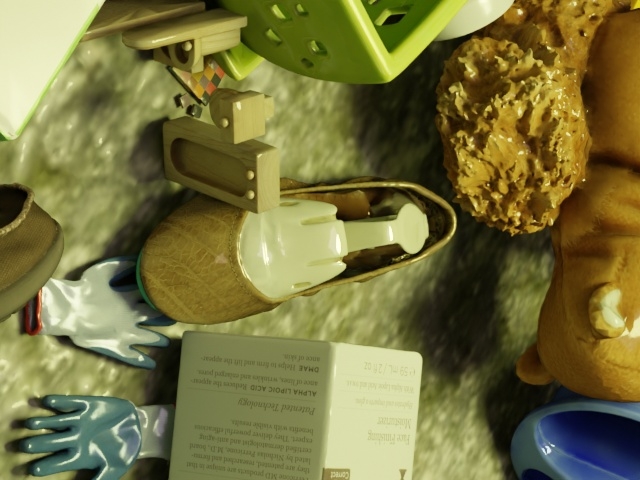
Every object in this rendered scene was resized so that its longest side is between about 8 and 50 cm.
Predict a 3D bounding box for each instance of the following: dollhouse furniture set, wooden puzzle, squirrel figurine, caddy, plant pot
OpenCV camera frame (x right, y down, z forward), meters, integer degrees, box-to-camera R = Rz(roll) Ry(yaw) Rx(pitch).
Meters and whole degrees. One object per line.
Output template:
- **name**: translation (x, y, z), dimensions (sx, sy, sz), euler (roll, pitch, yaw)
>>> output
- **dollhouse furniture set**: translation (-0.125, -0.099, 1.403), dimensions (0.123, 0.144, 0.151), euler (-20, 120, -40)
- **wooden puzzle**: translation (-0.101, -0.146, 1.507), dimensions (0.049, 0.006, 0.083), euler (48, 57, -37)
- **squirrel figurine**: translation (0.260, -0.047, 1.698), dimensions (0.397, 0.281, 0.370), euler (30, 68, -11)
- **caddy**: translation (0.361, 0.237, 1.791), dimensions (0.241, 0.341, 0.179), euler (97, 19, -49)
- **plant pot**: translation (-0.010, -0.267, 1.451), dimensions (0.227, 0.207, 0.228), euler (-50, 122, -36)

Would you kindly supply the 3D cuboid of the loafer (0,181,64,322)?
- **loafer**: translation (-0.322, 0.016, 1.176), dimensions (0.366, 0.133, 0.130), euler (-24, 108, -45)

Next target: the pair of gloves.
- **pair of gloves**: translation (-0.173, 0.109, 1.423), dimensions (0.159, 0.023, 0.198), euler (4, 87, -46)

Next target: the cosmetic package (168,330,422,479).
- **cosmetic package**: translation (-0.022, 0.173, 1.477), dimensions (0.151, 0.151, 0.184), euler (11, 82, -58)

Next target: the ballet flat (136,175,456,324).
- **ballet flat**: translation (0.000, 0.000, 1.519), dimensions (0.342, 0.124, 0.116), euler (-7, 92, -50)

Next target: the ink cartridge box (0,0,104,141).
- **ink cartridge box**: translation (-0.261, -0.163, 1.139), dimensions (0.115, 0.272, 0.198), euler (46, 58, -34)

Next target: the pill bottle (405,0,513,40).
- **pill bottle**: translation (0.086, -0.308, 1.610), dimensions (0.136, 0.136, 0.246), euler (-47, 123, -36)

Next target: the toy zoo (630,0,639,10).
- **toy zoo**: translation (0.316, -0.362, 1.937), dimensions (0.293, 0.030, 0.192), euler (50, 56, -35)
